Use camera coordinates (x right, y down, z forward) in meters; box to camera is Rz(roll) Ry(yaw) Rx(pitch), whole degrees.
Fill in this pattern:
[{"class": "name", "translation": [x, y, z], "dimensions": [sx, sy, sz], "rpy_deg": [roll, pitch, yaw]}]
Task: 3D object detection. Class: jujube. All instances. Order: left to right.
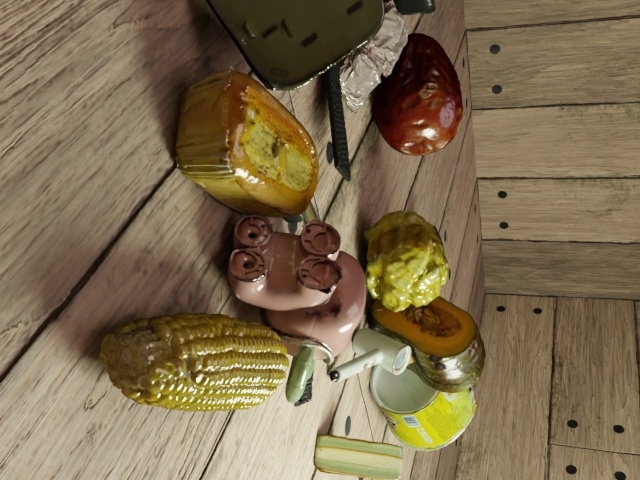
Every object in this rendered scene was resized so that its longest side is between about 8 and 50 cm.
[{"class": "jujube", "translation": [0.245, -0.370, 1.775], "dimensions": [0.223, 0.222, 0.318], "rpy_deg": [50, 35, -61]}]

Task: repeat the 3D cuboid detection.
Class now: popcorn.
[{"class": "popcorn", "translation": [0.194, 0.053, 1.695], "dimensions": [0.249, 0.225, 0.250], "rpy_deg": [-15, 90, -78]}]

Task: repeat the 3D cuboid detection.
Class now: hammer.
[{"class": "hammer", "translation": [0.000, 0.000, 1.389], "dimensions": [0.365, 0.043, 0.111], "rpy_deg": [65, 32, -53]}]

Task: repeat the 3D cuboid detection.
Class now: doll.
[{"class": "doll", "translation": [-0.041, 0.097, 1.127], "dimensions": [0.268, 0.216, 0.284], "rpy_deg": [101, -5, -49]}]

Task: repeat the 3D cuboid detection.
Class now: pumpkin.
[{"class": "pumpkin", "translation": [0.248, 0.248, 1.728], "dimensions": [0.221, 0.317, 0.139], "rpy_deg": [-33, 139, -28]}]

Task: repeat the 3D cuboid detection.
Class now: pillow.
[{"class": "pillow", "translation": [0.124, -0.414, 1.574], "dimensions": [0.248, 0.049, 0.135], "rpy_deg": [-58, 143, -17]}]

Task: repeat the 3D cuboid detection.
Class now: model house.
[{"class": "model house", "translation": [-0.030, -0.359, 1.044], "dimensions": [0.218, 0.204, 0.279], "rpy_deg": [57, 12, -10]}]

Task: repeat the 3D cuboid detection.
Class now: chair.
[{"class": "chair", "translation": [0.180, -0.608, 1.647], "dimensions": [0.188, 0.166, 0.272], "rpy_deg": [65, 33, -51]}]

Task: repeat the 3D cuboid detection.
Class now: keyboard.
[{"class": "keyboard", "translation": [-0.029, 0.222, 1.361], "dimensions": [0.074, 0.015, 0.197], "rpy_deg": [1, 90, -69]}, {"class": "keyboard", "translation": [0.033, -0.207, 1.404], "dimensions": [0.103, 0.041, 0.382], "rpy_deg": [36, 52, -66]}]

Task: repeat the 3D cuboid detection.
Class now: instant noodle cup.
[{"class": "instant noodle cup", "translation": [0.257, 0.399, 1.847], "dimensions": [0.200, 0.264, 0.265], "rpy_deg": [51, 44, -46]}]

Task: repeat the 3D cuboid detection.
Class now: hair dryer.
[{"class": "hair dryer", "translation": [0.089, 0.276, 1.587], "dimensions": [0.236, 0.131, 0.073], "rpy_deg": [-18, 121, -48]}]

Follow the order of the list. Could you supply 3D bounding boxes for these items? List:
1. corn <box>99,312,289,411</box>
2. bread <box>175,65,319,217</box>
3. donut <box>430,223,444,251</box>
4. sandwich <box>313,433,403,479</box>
[{"class": "corn", "translation": [-0.142, 0.156, 0.889], "dimensions": [0.347, 0.130, 0.130], "rpy_deg": [26, 67, -67]}, {"class": "bread", "translation": [-0.099, -0.128, 1.005], "dimensions": [0.288, 0.119, 0.153], "rpy_deg": [35, 55, -66]}, {"class": "donut", "translation": [0.309, 0.065, 2.109], "dimensions": [0.126, 0.144, 0.187], "rpy_deg": [91, -23, -80]}, {"class": "sandwich", "translation": [0.081, 0.457, 1.462], "dimensions": [0.113, 0.163, 0.080], "rpy_deg": [46, 49, -61]}]
